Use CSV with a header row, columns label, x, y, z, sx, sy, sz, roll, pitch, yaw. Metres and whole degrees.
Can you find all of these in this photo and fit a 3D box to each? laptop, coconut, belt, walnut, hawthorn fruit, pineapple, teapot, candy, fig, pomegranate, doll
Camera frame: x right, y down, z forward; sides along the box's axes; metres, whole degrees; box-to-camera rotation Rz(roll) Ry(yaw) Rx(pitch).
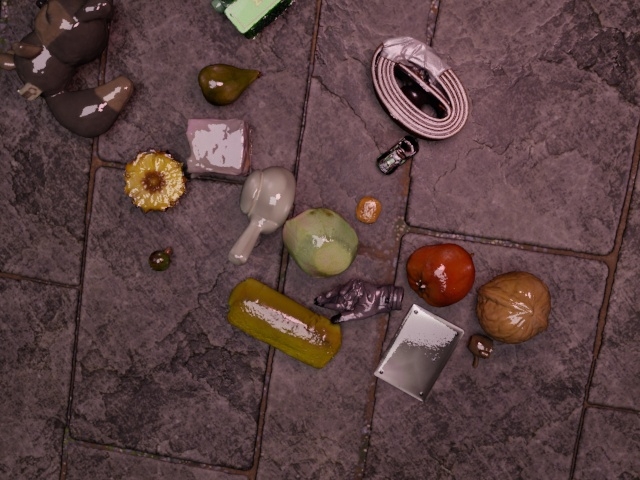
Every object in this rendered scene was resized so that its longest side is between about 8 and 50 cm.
label,x,y,z,sx,sy,sz,roll,pitch,yaw
laptop,0.310,0.355,1.783,0.188,0.015,0.269,29,97,2
coconut,0.000,0.000,1.682,0.236,0.236,0.204,2,123,4
belt,0.286,-0.440,1.652,0.217,0.122,0.338,-44,91,9
walnut,0.565,0.195,1.644,0.228,0.228,0.228,0,96,5
hawthorn fruit,0.378,0.090,1.685,0.225,0.196,0.196,-27,93,-18
pineapple,-0.510,-0.185,1.764,0.225,0.076,0.224,0,93,3
teapot,-0.165,-0.087,1.634,0.149,0.318,0.220,18,125,-15
candy,-0.303,-0.275,1.709,0.195,0.137,0.184,4,96,2
fig,-0.270,-0.465,1.688,0.185,0.133,0.126,0,60,0
teapot,0.487,0.348,1.741,0.080,0.085,0.110,23,117,4
pomegranate,-0.506,0.057,1.791,0.073,0.073,0.084,39,98,0
doll,-0.715,-0.550,1.705,0.382,0.252,0.378,-35,124,10

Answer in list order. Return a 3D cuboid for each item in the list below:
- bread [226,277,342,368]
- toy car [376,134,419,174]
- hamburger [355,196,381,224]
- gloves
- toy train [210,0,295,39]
label,x,y,z,sx,sy,sz,roll,pitch,yaw
bread,-0.116,0.263,1.760,0.384,0.112,0.166,28,97,1
toy car,0.235,-0.259,1.708,0.142,0.055,0.069,-39,95,8
hamburger,0.147,-0.093,1.737,0.076,0.044,0.083,14,94,2
gloves,0.121,0.188,1.734,0.286,0.119,0.142,2,85,-9
toy train,-0.196,-0.731,1.660,0.243,0.132,0.188,-40,96,10
